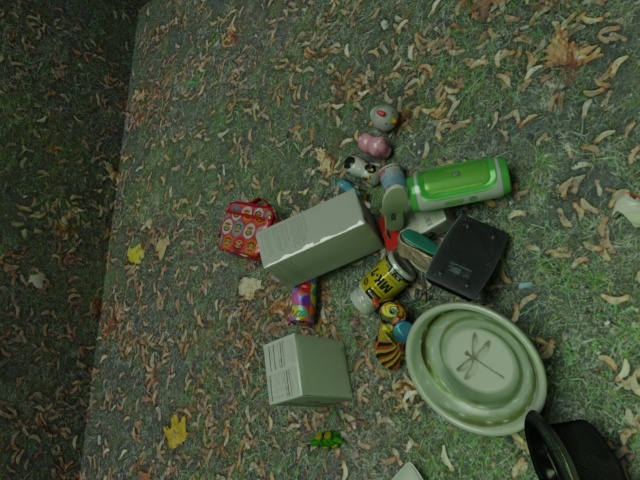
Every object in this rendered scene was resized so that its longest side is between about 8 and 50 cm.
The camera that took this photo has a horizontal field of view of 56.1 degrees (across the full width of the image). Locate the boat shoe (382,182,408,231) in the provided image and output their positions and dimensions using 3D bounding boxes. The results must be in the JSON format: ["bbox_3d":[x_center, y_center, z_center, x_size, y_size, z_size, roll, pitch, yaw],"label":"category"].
[{"bbox_3d":[0.230,-0.118,1.883,0.079,0.227,0.081,-2,58,3],"label":"boat shoe"}]

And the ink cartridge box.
[{"bbox_3d":[0.315,-0.059,1.974,0.231,0.078,0.134,-32,57,30],"label":"ink cartridge box"}]

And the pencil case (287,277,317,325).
[{"bbox_3d":[-0.062,0.199,2.202,0.104,0.104,0.236,-10,67,39],"label":"pencil case"}]

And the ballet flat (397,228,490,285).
[{"bbox_3d":[0.374,0.075,1.860,0.316,0.108,0.106,34,134,25],"label":"ballet flat"}]

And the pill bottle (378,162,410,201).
[{"bbox_3d":[0.260,-0.178,2.052,0.087,0.087,0.160,-33,57,29],"label":"pill bottle"}]

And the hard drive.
[{"bbox_3d":[0.429,0.053,1.763,0.172,0.054,0.254,25,63,20],"label":"hard drive"}]

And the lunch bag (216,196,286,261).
[{"bbox_3d":[-0.278,-0.053,2.466,0.293,0.120,0.258,12,81,41],"label":"lunch bag"}]

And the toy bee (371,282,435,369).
[{"bbox_3d":[0.223,0.250,1.903,0.195,0.162,0.298,128,164,-80],"label":"toy bee"}]

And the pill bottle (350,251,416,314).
[{"bbox_3d":[0.203,0.145,1.981,0.208,0.119,0.119,-46,52,21],"label":"pill bottle"}]

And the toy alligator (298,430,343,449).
[{"bbox_3d":[0.006,0.673,2.037,0.190,0.056,0.051,-20,23,37],"label":"toy alligator"}]

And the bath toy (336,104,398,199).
[{"bbox_3d":[0.182,-0.321,2.139,0.151,0.129,0.348,25,95,8],"label":"bath toy"}]

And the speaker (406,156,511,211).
[{"bbox_3d":[0.419,-0.169,1.827,0.297,0.131,0.131,-11,68,13],"label":"speaker"}]

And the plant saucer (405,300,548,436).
[{"bbox_3d":[0.434,0.341,1.661,0.401,0.101,0.400,15,117,33],"label":"plant saucer"}]

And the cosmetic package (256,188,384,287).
[{"bbox_3d":[0.000,0.000,2.070,0.385,0.217,0.156,-24,59,11],"label":"cosmetic package"}]

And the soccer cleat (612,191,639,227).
[{"bbox_3d":[0.843,-0.057,1.531,0.196,0.068,0.076,38,108,48],"label":"soccer cleat"}]

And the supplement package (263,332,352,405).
[{"bbox_3d":[-0.040,0.437,2.002,0.145,0.262,0.204,-26,61,33],"label":"supplement package"}]

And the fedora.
[{"bbox_3d":[0.623,0.556,1.439,0.153,0.334,0.334,-17,61,0],"label":"fedora"}]

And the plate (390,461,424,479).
[{"bbox_3d":[0.265,0.848,1.759,0.277,0.045,0.278,-52,50,15],"label":"plate"}]

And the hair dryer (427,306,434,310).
[{"bbox_3d":[0.444,0.317,1.769,0.294,0.080,0.223,7,103,44],"label":"hair dryer"}]
